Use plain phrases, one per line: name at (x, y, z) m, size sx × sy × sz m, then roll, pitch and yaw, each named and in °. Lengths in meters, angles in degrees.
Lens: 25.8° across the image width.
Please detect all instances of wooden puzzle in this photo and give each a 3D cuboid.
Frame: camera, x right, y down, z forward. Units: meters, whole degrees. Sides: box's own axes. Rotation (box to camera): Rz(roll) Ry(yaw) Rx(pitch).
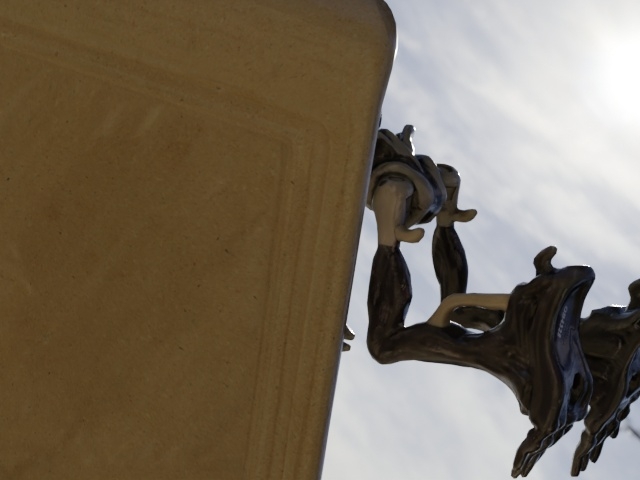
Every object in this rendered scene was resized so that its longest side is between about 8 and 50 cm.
wooden puzzle at (-0.090, 0.013, 0.446) m, size 0.221 × 0.044 × 0.239 m, roll 20°, pitch -67°, yaw 22°

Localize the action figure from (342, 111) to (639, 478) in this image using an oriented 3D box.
action figure at (0.000, 0.000, 0.592) m, size 0.275 × 0.141 × 0.164 m, roll 36°, pitch 19°, yaw 25°
